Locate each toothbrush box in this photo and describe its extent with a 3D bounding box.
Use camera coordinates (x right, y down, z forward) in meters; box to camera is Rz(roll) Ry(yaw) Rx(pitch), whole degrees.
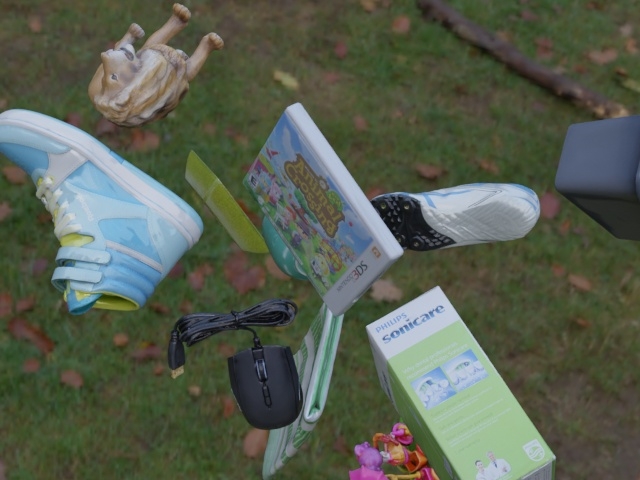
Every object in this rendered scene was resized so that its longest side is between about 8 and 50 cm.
[{"bbox_3d":[0.187,0.237,1.572,0.122,0.206,0.283,-30,59,-7],"label":"toothbrush box"}]

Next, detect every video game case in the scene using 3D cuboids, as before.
[{"bbox_3d":[-0.004,-0.031,1.391,0.023,0.193,0.212,-29,79,-29],"label":"video game case"}]

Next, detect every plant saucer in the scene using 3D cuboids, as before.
[{"bbox_3d":[-0.182,-0.062,2.183,0.045,0.188,0.188,-38,30,-5],"label":"plant saucer"}]

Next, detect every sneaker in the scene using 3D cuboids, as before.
[{"bbox_3d":[0.179,-0.036,1.594,0.237,0.085,0.086,-1,17,16],"label":"sneaker"},{"bbox_3d":[-0.337,-0.024,1.580,0.319,0.127,0.208,32,69,-5],"label":"sneaker"}]

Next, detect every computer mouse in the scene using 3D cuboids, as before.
[{"bbox_3d":[-0.115,0.196,1.638,0.184,0.262,0.060,-7,43,-5],"label":"computer mouse"}]

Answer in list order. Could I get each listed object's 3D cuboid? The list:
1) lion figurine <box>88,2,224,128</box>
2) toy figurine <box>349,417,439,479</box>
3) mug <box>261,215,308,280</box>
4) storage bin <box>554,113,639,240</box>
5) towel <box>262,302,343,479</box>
[{"bbox_3d":[-0.308,-0.265,1.958,0.142,0.392,0.240,42,72,-14],"label":"lion figurine"},{"bbox_3d":[0.112,0.348,1.835,0.159,0.130,0.173,-4,54,-36],"label":"toy figurine"},{"bbox_3d":[-0.005,-0.005,1.854,0.157,0.129,0.097,-18,42,-7],"label":"mug"},{"bbox_3d":[0.243,-0.049,0.876,0.091,0.135,0.098,3,71,43],"label":"storage bin"},{"bbox_3d":[-0.037,0.266,2.086,0.038,0.325,0.248,17,59,-10],"label":"towel"}]
